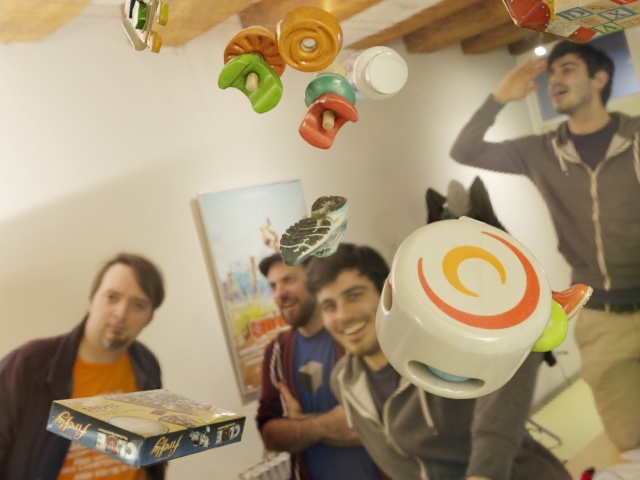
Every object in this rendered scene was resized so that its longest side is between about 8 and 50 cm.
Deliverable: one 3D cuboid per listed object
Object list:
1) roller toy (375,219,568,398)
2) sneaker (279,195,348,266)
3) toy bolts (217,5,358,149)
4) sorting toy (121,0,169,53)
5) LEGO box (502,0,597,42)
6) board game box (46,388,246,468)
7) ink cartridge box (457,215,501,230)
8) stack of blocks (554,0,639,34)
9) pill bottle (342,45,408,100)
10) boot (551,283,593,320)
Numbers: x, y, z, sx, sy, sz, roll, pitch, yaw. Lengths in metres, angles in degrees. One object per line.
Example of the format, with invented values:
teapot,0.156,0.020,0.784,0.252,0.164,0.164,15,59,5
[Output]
roller toy,0.166,0.083,0.865,0.191,0.209,0.146,-20,-33,-24
sneaker,0.000,0.000,1.759,0.110,0.122,0.283,7,33,29
toy bolts,-0.020,-0.287,1.149,0.229,0.158,0.218,34,-51,-28
sorting toy,-0.415,-0.573,1.689,0.041,0.229,0.307,8,30,-32
LEGO box,0.432,-0.665,1.244,0.193,0.500,0.372,1,-33,-31
board game box,-0.241,0.263,1.027,0.165,0.042,0.243,12,-2,27
ink cartridge box,0.267,0.073,1.424,0.093,0.154,0.212,18,-31,-6
stack of blocks,0.499,-0.369,0.981,0.171,0.087,0.297,7,-4,-35
pill bottle,0.128,-0.391,1.670,0.124,0.124,0.221,-14,13,-8
boot,0.394,0.108,1.244,0.158,0.084,0.059,-41,2,38
